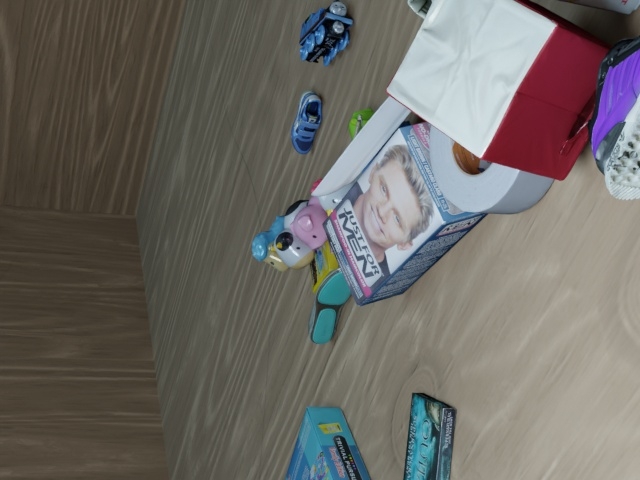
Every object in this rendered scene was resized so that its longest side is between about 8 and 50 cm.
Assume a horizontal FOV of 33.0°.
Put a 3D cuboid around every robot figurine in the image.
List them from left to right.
[{"bbox_3d":[0.092,-0.199,2.061,0.101,0.067,0.115,76,-179,-51],"label":"robot figurine"}]

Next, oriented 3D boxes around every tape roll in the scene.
[{"bbox_3d":[0.249,-0.147,1.553,0.219,0.072,0.219,-6,83,58],"label":"tape roll"}]

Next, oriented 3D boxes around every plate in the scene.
[{"bbox_3d":[0.110,-0.198,1.792,0.278,0.045,0.277,-50,2,24],"label":"plate"}]

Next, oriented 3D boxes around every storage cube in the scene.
[{"bbox_3d":[0.233,-0.206,1.356,0.215,0.193,0.184,42,112,36],"label":"storage cube"}]

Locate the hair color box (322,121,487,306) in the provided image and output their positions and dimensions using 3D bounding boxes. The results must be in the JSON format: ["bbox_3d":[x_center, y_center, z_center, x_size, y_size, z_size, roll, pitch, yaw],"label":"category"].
[{"bbox_3d":[0.133,-0.039,1.795,0.174,0.105,0.347,66,151,16],"label":"hair color box"}]

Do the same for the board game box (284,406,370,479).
[{"bbox_3d":[0.020,0.527,2.090,0.336,0.079,0.254,-116,36,-54],"label":"board game box"}]

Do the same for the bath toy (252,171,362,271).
[{"bbox_3d":[-0.017,-0.039,2.195,0.348,0.129,0.152,-35,52,56],"label":"bath toy"}]

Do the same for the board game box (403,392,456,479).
[{"bbox_3d":[0.176,0.353,1.773,0.126,0.026,0.186,-170,85,-71],"label":"board game box"}]

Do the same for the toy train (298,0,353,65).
[{"bbox_3d":[0.009,-0.449,2.333,0.184,0.080,0.105,149,129,-66],"label":"toy train"}]

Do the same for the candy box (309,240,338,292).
[{"bbox_3d":[0.000,0.000,2.333,0.105,0.027,0.206,128,142,-51],"label":"candy box"}]

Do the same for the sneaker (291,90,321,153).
[{"bbox_3d":[-0.030,-0.263,2.434,0.059,0.053,0.144,-140,56,-64],"label":"sneaker"}]

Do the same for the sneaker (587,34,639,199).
[{"bbox_3d":[0.378,-0.198,1.224,0.146,0.102,0.293,-104,27,-43],"label":"sneaker"}]

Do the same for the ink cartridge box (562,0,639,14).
[{"bbox_3d":[0.322,-0.357,1.308,0.127,0.175,0.072,115,154,-43],"label":"ink cartridge box"}]

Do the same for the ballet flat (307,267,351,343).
[{"bbox_3d":[0.016,0.119,2.202,0.068,0.072,0.213,-103,26,-50],"label":"ballet flat"}]

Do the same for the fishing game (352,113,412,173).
[{"bbox_3d":[0.136,-0.130,1.934,0.264,0.041,0.189,33,117,50],"label":"fishing game"}]

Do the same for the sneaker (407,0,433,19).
[{"bbox_3d":[0.183,-0.416,1.798,0.064,0.086,0.192,84,171,-53],"label":"sneaker"}]
